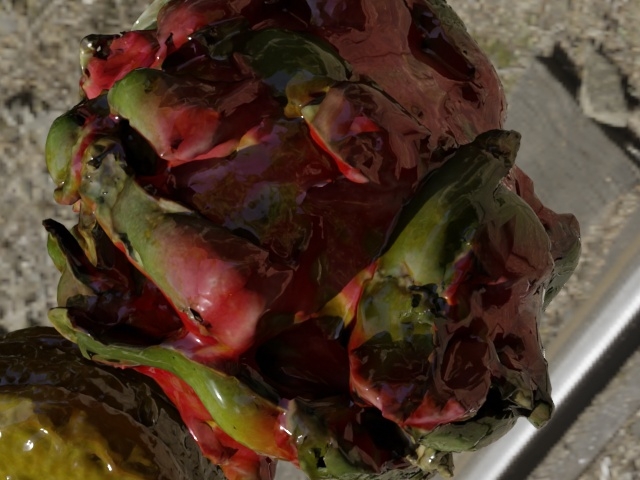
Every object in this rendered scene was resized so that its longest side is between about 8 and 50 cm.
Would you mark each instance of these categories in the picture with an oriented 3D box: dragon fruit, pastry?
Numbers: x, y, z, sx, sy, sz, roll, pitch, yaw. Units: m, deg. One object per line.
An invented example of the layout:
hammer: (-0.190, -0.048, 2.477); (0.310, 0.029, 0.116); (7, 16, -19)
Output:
dragon fruit: (-0.006, -0.006, 0.625); (0.231, 0.237, 0.302); (-28, 46, 7)
pastry: (-0.173, 0.164, 0.847); (0.235, 0.132, 0.240); (9, 120, 8)
